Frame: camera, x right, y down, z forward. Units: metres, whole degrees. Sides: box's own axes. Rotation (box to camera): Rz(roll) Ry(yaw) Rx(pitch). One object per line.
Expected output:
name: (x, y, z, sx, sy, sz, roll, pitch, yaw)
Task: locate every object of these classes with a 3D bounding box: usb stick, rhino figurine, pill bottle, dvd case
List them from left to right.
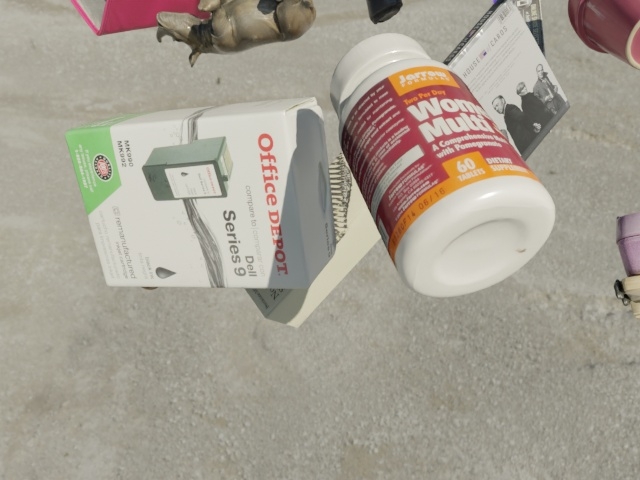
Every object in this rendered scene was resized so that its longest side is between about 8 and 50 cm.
rhino figurine: (-0.118, -0.286, 0.692, 0.243, 0.106, 0.073, -6, 66, 25)
usb stick: (0.096, -0.548, 0.990, 0.045, 0.278, 0.077, -12, 0, -34)
pill bottle: (0.085, -0.072, 0.445, 0.121, 0.121, 0.221, -15, 52, -6)
dvd case: (0.303, -0.243, 0.876, 0.179, 0.238, 0.029, -49, 29, -5)

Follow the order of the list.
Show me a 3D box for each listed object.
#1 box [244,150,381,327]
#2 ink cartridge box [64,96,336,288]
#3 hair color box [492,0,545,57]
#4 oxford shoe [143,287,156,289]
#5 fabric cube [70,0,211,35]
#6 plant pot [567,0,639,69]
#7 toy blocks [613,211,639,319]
box: (0.000, 0.000, 0.844, 0.275, 0.094, 0.113, -49, 55, 8)
ink cartridge box: (-0.140, -0.057, 0.669, 0.289, 0.211, 0.121, -1, 20, 18)
hair color box: (0.496, -0.414, 1.300, 0.110, 0.339, 0.185, -5, 70, 23)
oxford shoe: (-0.275, -0.031, 0.809, 0.076, 0.213, 0.076, -7, -6, 4)
fabric cube: (-0.325, -0.563, 0.949, 0.258, 0.259, 0.254, -32, 83, -41)
plant pot: (0.560, -0.396, 0.923, 0.201, 0.201, 0.180, -6, 48, 5)
toy blocks: (0.529, -0.046, 0.642, 0.308, 0.288, 0.260, -16, 60, 35)
